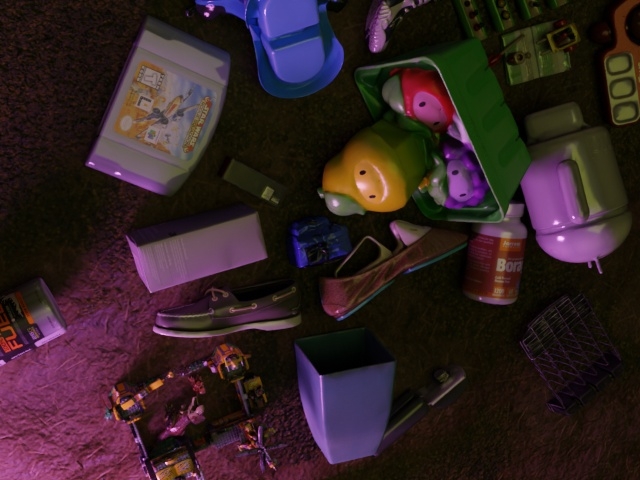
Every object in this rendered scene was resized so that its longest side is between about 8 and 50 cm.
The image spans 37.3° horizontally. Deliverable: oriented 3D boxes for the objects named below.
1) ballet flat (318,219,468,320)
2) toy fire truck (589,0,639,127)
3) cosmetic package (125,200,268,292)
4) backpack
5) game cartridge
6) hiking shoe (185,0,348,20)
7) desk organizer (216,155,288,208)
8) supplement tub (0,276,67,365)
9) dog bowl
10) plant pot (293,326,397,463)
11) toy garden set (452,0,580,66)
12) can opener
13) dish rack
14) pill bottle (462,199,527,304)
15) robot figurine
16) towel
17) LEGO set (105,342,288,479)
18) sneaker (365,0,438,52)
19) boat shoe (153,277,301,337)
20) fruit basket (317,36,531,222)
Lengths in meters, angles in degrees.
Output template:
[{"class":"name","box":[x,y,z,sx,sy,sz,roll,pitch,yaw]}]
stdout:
[{"class":"ballet flat","box":[0.141,0.035,1.965,0.342,0.116,0.124,-30,92,-8]},{"class":"toy fire truck","box":[0.719,-0.412,2.045,0.254,0.169,0.302,-14,107,2]},{"class":"cosmetic package","box":[-0.232,0.009,1.798,0.238,0.127,0.107,-20,108,-17]},{"class":"backpack","box":[0.000,0.000,1.897,0.120,0.098,0.101,-12,103,-17]},{"class":"game cartridge","box":[-0.289,-0.240,1.758,0.198,0.062,0.297,21,94,-19]},{"class":"hiking shoe","box":[-0.096,-0.459,1.767,0.304,0.113,0.132,5,131,-28]},{"class":"desk organizer","box":[-0.133,-0.115,1.845,0.130,0.050,0.047,27,92,-24]},{"class":"supplement tub","box":[-0.567,0.157,1.712,0.190,0.117,0.117,-28,111,-12]},{"class":"dog bowl","box":[-0.054,-0.389,1.721,0.166,0.074,0.297,-18,146,-5]},{"class":"plant pot","box":[0.051,0.330,1.962,0.166,0.166,0.234,-9,112,-18]},{"class":"toy garden set","box":[0.416,-0.456,1.953,0.244,0.049,0.203,-26,102,-13]},{"class":"can opener","box":[0.213,0.373,2.077,0.280,0.074,0.093,-36,113,-9]},{"class":"dish rack","box":[0.574,0.257,2.188,0.208,0.074,0.271,-38,111,-10]},{"class":"pill bottle","box":[0.376,0.020,2.027,0.121,0.121,0.216,2,102,-21]},{"class":"robot figurine","box":[0.524,-0.106,1.969,0.200,0.300,0.353,-16,92,20]},{"class":"towel","box":[0.456,-0.401,2.016,0.152,0.023,0.113,-17,106,-14]},{"class":"LEGO set","box":[-0.239,0.359,1.840,0.331,0.192,0.254,-12,107,-18]},{"class":"sneaker","box":[0.185,-0.468,1.855,0.153,0.094,0.234,14,87,-14]},{"class":"boat shoe","box":[-0.180,0.131,1.858,0.305,0.109,0.091,-5,104,-26]},{"class":"fruit basket","box":[0.184,-0.175,1.851,0.392,0.283,0.391,-2,94,-35]}]
